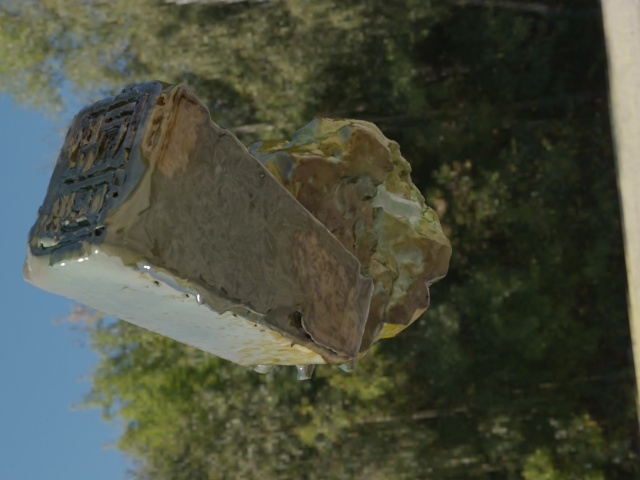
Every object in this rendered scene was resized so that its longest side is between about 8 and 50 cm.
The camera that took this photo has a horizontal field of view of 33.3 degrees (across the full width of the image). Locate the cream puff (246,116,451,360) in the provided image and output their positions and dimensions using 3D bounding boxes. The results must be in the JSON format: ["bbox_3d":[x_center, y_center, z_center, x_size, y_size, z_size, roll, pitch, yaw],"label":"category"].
[{"bbox_3d":[0.002,-0.001,1.162,0.185,0.282,0.281,-6,90,58],"label":"cream puff"}]

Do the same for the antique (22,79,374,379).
[{"bbox_3d":[-0.077,0.017,0.844,0.284,0.125,0.150,37,-124,-37],"label":"antique"}]
